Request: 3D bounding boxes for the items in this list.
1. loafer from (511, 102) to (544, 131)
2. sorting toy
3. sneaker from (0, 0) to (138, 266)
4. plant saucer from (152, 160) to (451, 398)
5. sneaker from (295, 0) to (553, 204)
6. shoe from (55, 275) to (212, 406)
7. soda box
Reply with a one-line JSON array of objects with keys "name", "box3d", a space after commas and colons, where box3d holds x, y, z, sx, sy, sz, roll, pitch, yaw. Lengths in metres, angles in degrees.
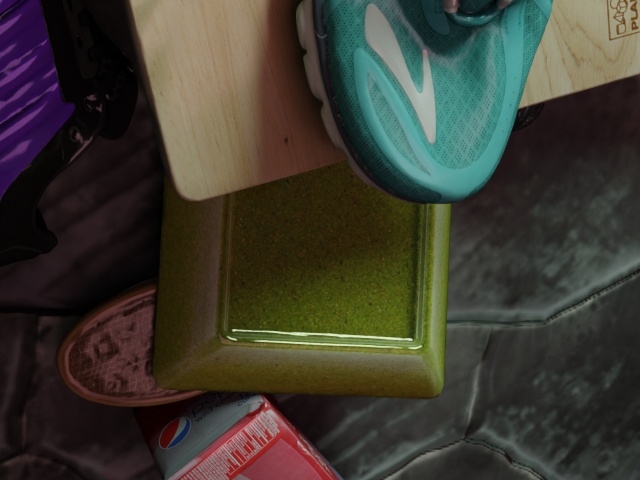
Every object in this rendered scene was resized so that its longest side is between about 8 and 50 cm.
[{"name": "loafer", "box3d": [0.134, -0.178, 0.684, 0.078, 0.076, 0.223, 18, 101, -25]}, {"name": "sorting toy", "box3d": [0.020, -0.180, 0.488, 0.255, 0.089, 0.257, -17, 114, -15]}, {"name": "sneaker", "box3d": [-0.164, -0.116, 0.578, 0.146, 0.102, 0.293, 4, 113, -29]}, {"name": "plant saucer", "box3d": [0.000, 0.000, 0.665, 0.188, 0.045, 0.188, 4, 84, -17]}, {"name": "sneaker", "box3d": [0.064, -0.141, 0.406, 0.107, 0.110, 0.275, 5, 107, -23]}, {"name": "shoe", "box3d": [-0.060, 0.048, 0.700, 0.219, 0.058, 0.076, -18, 96, -16]}, {"name": "soda box", "box3d": [-0.014, 0.196, 0.762, 0.083, 0.092, 0.263, -38, 120, -4]}]
